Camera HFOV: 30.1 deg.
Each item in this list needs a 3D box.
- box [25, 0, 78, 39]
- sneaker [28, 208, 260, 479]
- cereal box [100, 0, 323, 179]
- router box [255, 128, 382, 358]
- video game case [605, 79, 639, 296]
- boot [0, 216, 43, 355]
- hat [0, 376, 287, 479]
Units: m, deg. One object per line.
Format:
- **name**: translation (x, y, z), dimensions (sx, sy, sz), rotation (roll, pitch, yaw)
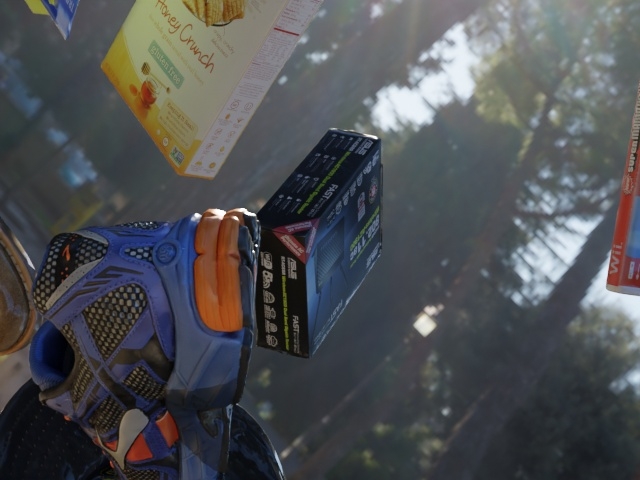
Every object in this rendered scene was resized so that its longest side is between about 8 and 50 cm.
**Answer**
- **box**: translation (-0.213, -0.266, 0.956), dimensions (0.042, 0.178, 0.109), rotation (9, -19, 12)
- **sneaker**: translation (-0.078, 0.054, 0.506), dimensions (0.087, 0.083, 0.221), rotation (8, -37, -6)
- **cereal box**: translation (-0.094, -0.199, 1.061), dimensions (0.047, 0.240, 0.173), rotation (6, 36, -46)
- **router box**: translation (0.000, 0.000, 0.739), dimensions (0.038, 0.122, 0.092), rotation (14, -52, 20)
- **video game case**: translation (0.360, -0.084, 1.022), dimensions (0.204, 0.285, 0.025), rotation (8, 3, -17)
- **boot**: translation (-0.321, -0.022, 0.796), dimensions (0.305, 0.112, 0.115), rotation (42, 19, -2)
- **hat**: translation (-0.118, 0.244, 0.754), dimensions (0.331, 0.134, 0.331), rotation (39, 31, -29)
